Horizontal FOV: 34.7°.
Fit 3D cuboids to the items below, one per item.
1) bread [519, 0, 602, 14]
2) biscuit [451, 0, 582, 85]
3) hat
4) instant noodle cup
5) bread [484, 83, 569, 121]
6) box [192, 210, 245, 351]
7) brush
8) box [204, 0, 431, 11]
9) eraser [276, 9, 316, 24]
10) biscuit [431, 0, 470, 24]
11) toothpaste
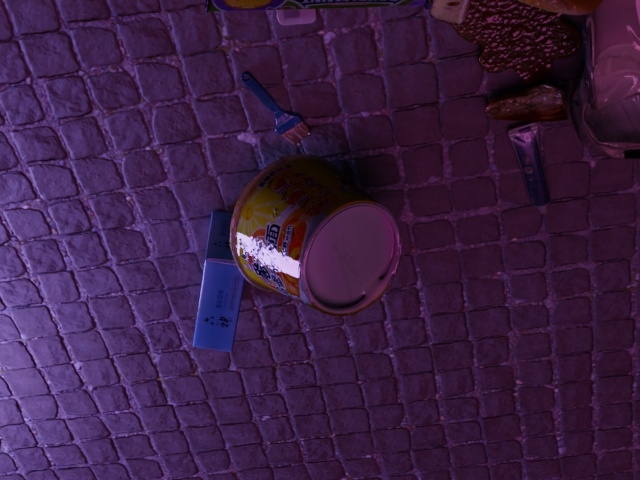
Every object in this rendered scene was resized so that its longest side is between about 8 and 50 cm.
[{"bbox_3d":[0.321,-0.422,1.517,0.236,0.106,0.140,17,106,-11],"label":"bread"},{"bbox_3d":[0.307,-0.350,1.640,0.236,0.039,0.180,34,124,-24],"label":"biscuit"},{"bbox_3d":[0.481,-0.266,1.637,0.232,0.161,0.275,-21,111,-21],"label":"hat"},{"bbox_3d":[0.000,0.000,1.756,0.264,0.200,0.265,-13,115,-29],"label":"instant noodle cup"},{"bbox_3d":[0.374,-0.226,1.715,0.136,0.054,0.154,6,176,-40],"label":"bread"},{"bbox_3d":[-0.185,0.079,1.931,0.083,0.143,0.232,7,130,-5],"label":"box"},{"bbox_3d":[-0.081,-0.229,1.760,0.051,0.014,0.164,-31,122,22],"label":"brush"},{"bbox_3d":[0.001,-0.398,1.518,0.345,0.097,0.134,-3,162,-9],"label":"box"},{"bbox_3d":[-0.041,-0.393,1.615,0.065,0.026,0.105,-2,129,4],"label":"eraser"},{"bbox_3d":[0.202,-0.376,1.510,0.056,0.052,0.188,22,170,6],"label":"biscuit"},{"bbox_3d":[0.380,-0.125,1.828,0.057,0.035,0.197,-18,124,7],"label":"toothpaste"}]
